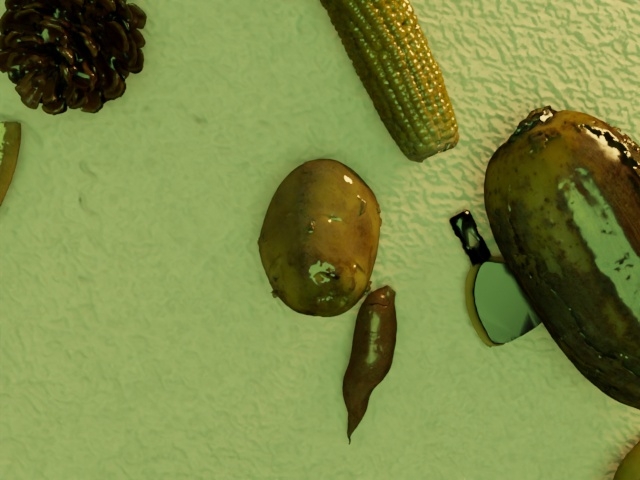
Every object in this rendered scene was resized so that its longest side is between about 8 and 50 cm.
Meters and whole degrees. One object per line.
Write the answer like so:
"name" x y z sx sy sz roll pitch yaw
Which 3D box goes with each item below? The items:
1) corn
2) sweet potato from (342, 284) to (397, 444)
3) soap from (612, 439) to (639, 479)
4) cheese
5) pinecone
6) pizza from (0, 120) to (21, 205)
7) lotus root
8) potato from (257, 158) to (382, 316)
"corn" 0.062 -0.235 1.372 0.097 0.097 0.319 -27 101 0
"sweet potato" 0.054 0.145 1.442 0.056 0.056 0.194 15 100 -6
"soap" 0.547 0.312 1.415 0.427 0.115 0.306 -15 62 0
"cheese" 0.195 0.040 1.445 0.086 0.036 0.162 -28 99 2
"pinecone" -0.268 -0.206 1.312 0.174 0.173 0.173 -1 98 -4
"pizza" -0.436 -0.042 1.377 0.271 0.056 0.134 -36 101 1
"lotus root" 0.325 0.033 1.382 0.196 0.179 0.397 -34 95 4
"potato" 0.000 0.000 1.384 0.137 0.137 0.175 15 75 -6
